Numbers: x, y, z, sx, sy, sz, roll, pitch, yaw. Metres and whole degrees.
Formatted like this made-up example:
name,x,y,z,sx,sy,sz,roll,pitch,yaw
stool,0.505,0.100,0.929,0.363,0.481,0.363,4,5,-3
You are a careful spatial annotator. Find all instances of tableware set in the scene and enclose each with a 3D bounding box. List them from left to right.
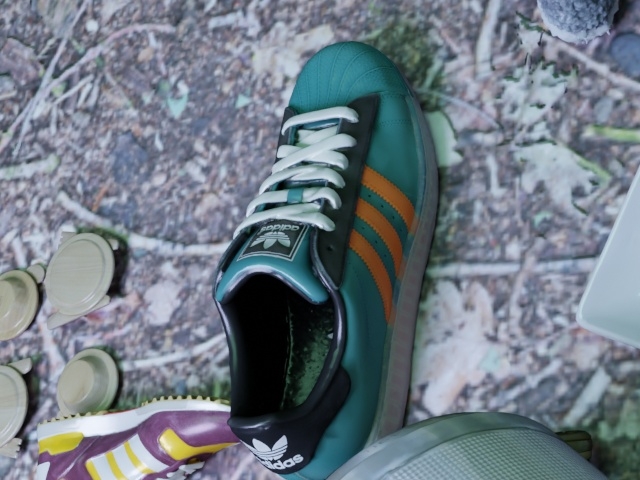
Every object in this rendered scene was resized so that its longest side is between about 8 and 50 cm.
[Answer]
name,x,y,z,sx,sy,sz,roll,pitch,yaw
tableware set,-0.204,0.075,1.179,0.141,0.020,0.169,-13,65,29

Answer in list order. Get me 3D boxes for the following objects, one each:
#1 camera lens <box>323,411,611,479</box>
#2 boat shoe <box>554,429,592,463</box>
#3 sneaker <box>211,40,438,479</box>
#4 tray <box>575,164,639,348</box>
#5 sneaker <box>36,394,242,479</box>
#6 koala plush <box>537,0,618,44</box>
name,x,y,z,sx,sy,sz,roll,pitch,yaw
camera lens,0.107,0.229,0.766,0.219,0.219,0.274,-54,43,3
boat shoe,0.076,0.155,0.939,0.178,0.064,0.060,-14,83,21
sneaker,0.000,0.000,1.014,0.108,0.121,0.302,-9,68,30
tray,0.261,-0.050,0.912,0.145,0.030,0.270,21,84,38
sneaker,-0.111,0.152,1.066,0.185,0.069,0.084,-14,73,34
koala plush,0.141,-0.247,0.986,0.203,0.196,0.221,-4,66,21
